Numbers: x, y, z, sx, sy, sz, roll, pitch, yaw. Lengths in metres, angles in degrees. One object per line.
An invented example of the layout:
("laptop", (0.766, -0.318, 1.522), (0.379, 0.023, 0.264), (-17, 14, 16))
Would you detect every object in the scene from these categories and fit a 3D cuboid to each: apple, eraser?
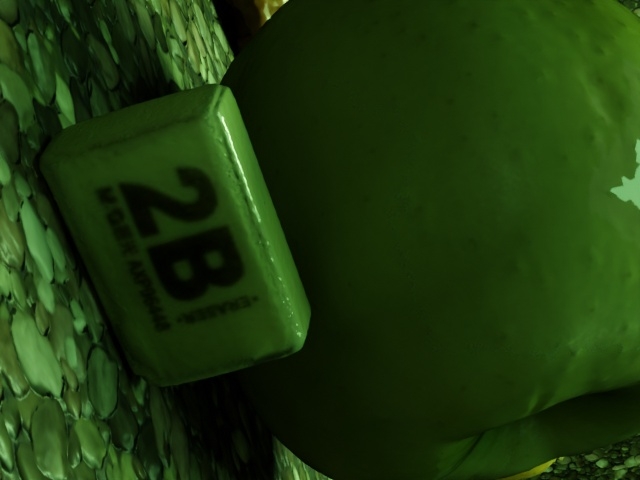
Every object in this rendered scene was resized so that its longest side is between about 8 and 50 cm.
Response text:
("apple", (0.117, -0.022, 0.952), (0.473, 0.474, 0.473), (-16, 90, -81))
("eraser", (-0.085, 0.001, 0.705), (0.058, 0.117, 0.172), (-88, 161, -65))

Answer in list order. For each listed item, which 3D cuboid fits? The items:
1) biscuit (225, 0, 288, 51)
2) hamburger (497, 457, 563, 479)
("biscuit", (-0.078, -0.384, 1.473), (0.312, 0.111, 0.318), (-34, 108, -79))
("hamburger", (0.273, 0.250, 1.882), (0.170, 0.314, 0.289), (-17, 114, -61))
